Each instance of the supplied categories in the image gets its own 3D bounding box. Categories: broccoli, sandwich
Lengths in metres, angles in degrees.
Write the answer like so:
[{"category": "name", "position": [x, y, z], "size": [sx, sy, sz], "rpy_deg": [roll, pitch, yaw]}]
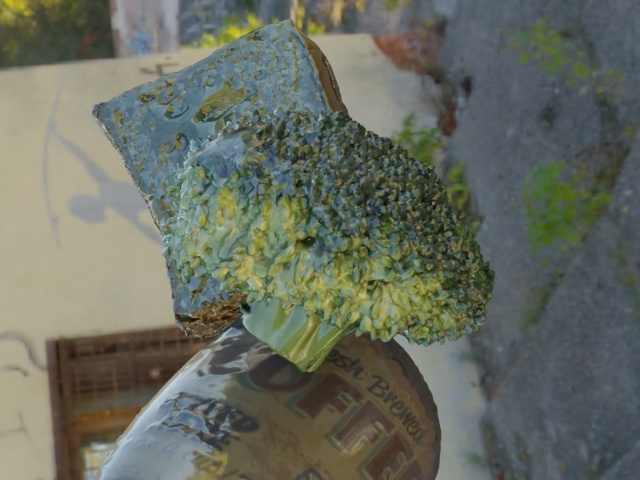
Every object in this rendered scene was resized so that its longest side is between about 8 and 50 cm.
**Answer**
[{"category": "broccoli", "position": [0.002, -0.002, 0.737], "size": [0.226, 0.176, 0.198], "rpy_deg": [52, -158, 1]}, {"category": "sandwich", "position": [-0.078, -0.073, 1.152], "size": [0.301, 0.271, 0.099], "rpy_deg": [64, -175, 23]}]

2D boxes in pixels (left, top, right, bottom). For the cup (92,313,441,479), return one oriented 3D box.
[{"category": "cup", "position": [-0.039, 0.227, 0.832], "size": [0.301, 0.257, 0.227], "rpy_deg": [54, 135, -1]}]
